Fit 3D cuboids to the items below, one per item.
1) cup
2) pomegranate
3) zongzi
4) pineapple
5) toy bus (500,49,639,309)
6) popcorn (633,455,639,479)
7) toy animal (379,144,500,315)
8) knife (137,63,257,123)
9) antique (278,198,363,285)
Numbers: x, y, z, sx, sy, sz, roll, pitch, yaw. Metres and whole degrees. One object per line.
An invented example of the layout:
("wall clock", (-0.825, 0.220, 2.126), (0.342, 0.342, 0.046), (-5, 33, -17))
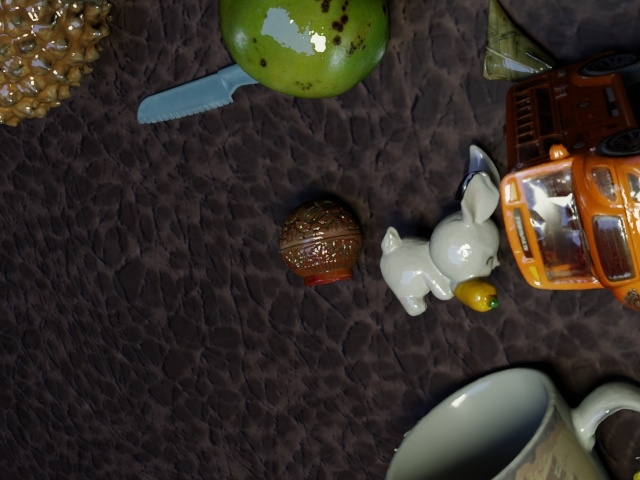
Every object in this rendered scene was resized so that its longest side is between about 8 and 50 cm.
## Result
("cup", (0.264, 0.285, 1.518), (0.301, 0.227, 0.257), (-34, 110, 15))
("pomegranate", (-0.005, -0.247, 1.369), (0.180, 0.180, 0.209), (36, 127, 12))
("zongzi", (0.201, -0.197, 1.346), (0.076, 0.040, 0.083), (11, 106, 23))
("pineapple", (-0.312, -0.300, 1.549), (0.223, 0.223, 0.357), (50, 126, -1))
("toy bus", (0.238, -0.054, 1.195), (0.153, 0.329, 0.143), (-13, 112, 12))
("popcorn", (0.410, 0.300, 1.399), (0.218, 0.189, 0.169), (103, 149, -46))
("toy animal", (0.143, 0.002, 1.456), (0.127, 0.131, 0.182), (40, 127, -22))
("knife", (-0.118, -0.180, 1.601), (0.313, 0.019, 0.044), (-11, 113, 42))
("antique", (0.000, 0.000, 1.570), (0.104, 0.104, 0.104), (18, 127, 26))
